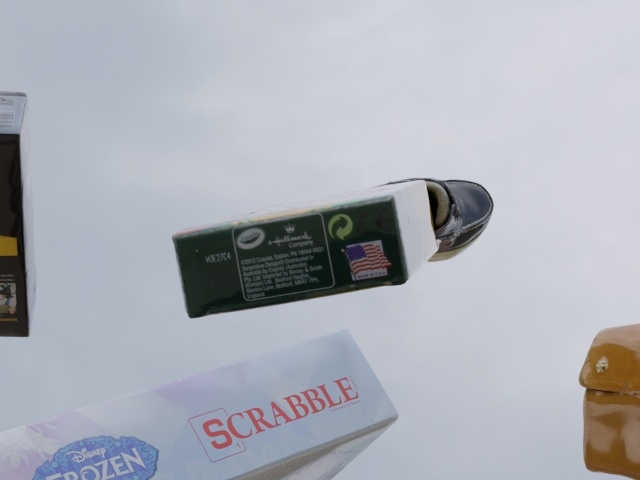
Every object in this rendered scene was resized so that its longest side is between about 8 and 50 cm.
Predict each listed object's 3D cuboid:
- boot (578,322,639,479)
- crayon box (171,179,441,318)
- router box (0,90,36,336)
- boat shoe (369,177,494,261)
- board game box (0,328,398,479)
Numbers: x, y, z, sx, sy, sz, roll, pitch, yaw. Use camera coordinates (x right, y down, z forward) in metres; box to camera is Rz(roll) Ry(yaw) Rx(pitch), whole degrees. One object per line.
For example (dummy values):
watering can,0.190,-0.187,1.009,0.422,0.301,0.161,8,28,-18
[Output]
boot,0.345,0.082,1.193,0.104,0.295,0.211,29,-16,-37
crayon box,0.000,0.000,1.275,0.202,0.081,0.318,-10,3,11
router box,-0.433,-0.025,1.257,0.309,0.081,0.243,2,-54,-7
boat shoe,0.131,-0.033,1.666,0.285,0.103,0.092,-10,-25,-41
board game box,-0.159,0.188,0.729,0.319,0.066,0.318,-13,-26,-43
